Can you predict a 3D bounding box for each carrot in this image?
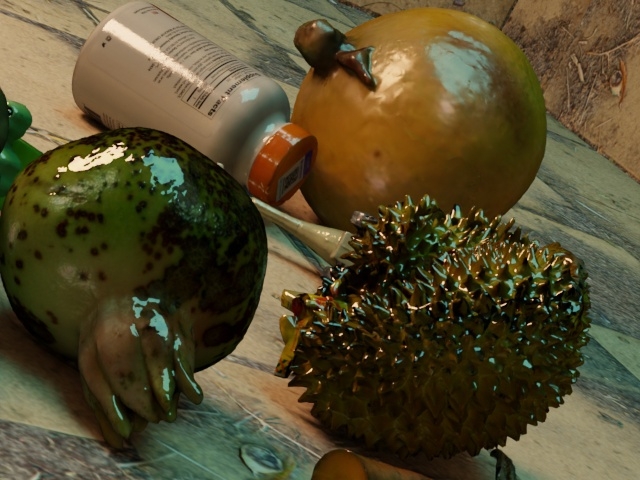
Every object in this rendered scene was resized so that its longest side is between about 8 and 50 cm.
[{"bbox_3d":[0.084,0.224,1.657,0.224,0.057,0.057,22,14,-46],"label":"carrot"}]

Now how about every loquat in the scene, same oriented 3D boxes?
[{"bbox_3d":[0.099,-0.145,2.419,0.359,0.328,0.328,40,8,-25],"label":"loquat"}]

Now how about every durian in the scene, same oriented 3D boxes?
[{"bbox_3d":[0.113,0.091,1.813,0.293,0.258,0.258,-11,39,-45],"label":"durian"}]

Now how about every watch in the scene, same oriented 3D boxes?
[{"bbox_3d":[-0.322,-0.074,1.830,0.165,0.131,0.152,30,-5,24],"label":"watch"}]

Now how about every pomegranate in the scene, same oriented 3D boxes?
[{"bbox_3d":[-0.155,0.048,1.597,0.222,0.276,0.204,4,-20,-13],"label":"pomegranate"}]

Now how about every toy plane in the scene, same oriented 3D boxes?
[{"bbox_3d":[0.000,0.000,2.217,0.286,0.092,0.108,27,-8,-6],"label":"toy plane"}]

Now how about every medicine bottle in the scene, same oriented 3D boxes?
[{"bbox_3d":[-0.143,-0.153,2.326,0.289,0.157,0.157,33,15,19],"label":"medicine bottle"}]

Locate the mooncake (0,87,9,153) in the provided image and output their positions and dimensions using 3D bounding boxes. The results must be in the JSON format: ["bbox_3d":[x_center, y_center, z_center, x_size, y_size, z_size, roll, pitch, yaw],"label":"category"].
[{"bbox_3d":[-0.432,-0.128,1.607,0.356,0.194,0.356,26,15,-7],"label":"mooncake"}]

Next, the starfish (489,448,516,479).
[{"bbox_3d":[0.222,0.261,1.753,0.176,0.053,0.208,25,11,2],"label":"starfish"}]
